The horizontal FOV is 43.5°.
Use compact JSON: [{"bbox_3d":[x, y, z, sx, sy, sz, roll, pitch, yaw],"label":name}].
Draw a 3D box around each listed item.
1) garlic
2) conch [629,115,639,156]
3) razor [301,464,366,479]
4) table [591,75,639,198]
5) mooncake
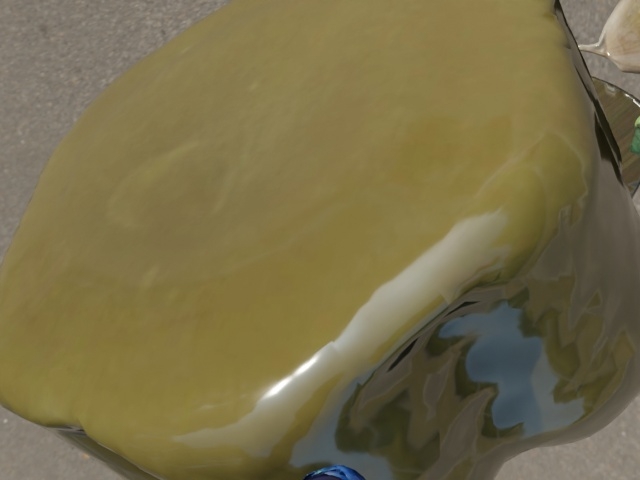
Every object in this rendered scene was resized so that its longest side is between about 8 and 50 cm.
[{"bbox_3d":[0.497,-0.311,1.187,0.266,0.128,0.148,-46,63,23],"label":"garlic"},{"bbox_3d":[0.369,-0.117,0.735,0.170,0.105,0.079,-28,120,14],"label":"conch"},{"bbox_3d":[-0.024,0.213,0.391,0.093,0.056,0.324,23,122,10],"label":"razor"},{"bbox_3d":[0.404,-0.147,1.254,0.317,0.249,0.317,13,108,45],"label":"table"},{"bbox_3d":[0.000,0.000,0.596,0.467,0.467,0.262,-11,134,25],"label":"mooncake"}]
